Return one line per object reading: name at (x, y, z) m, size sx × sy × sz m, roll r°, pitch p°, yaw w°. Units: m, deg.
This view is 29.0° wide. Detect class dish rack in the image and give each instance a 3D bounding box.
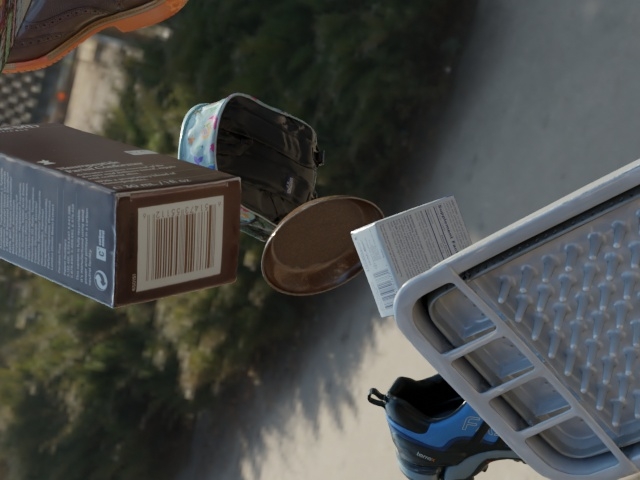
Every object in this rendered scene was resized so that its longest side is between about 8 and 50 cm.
dish rack at (0.262, 0.068, 1.075) m, size 0.333 × 0.285 × 0.072 m, roll -30°, pitch 22°, yaw 38°

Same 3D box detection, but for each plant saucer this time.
plant saucer at (0.000, 0.000, 1.828) m, size 0.036 × 0.198 × 0.198 m, roll 60°, pitch 138°, yaw 39°

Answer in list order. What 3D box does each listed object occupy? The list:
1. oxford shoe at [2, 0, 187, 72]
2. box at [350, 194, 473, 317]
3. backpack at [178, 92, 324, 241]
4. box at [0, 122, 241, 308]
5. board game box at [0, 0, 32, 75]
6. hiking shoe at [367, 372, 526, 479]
oxford shoe at (-0.365, -0.341, 1.713) m, size 0.133 × 0.364 × 0.130 m, roll 52°, pitch -156°, yaw -52°
box at (0.130, 0.021, 1.647) m, size 0.072 × 0.137 × 0.126 m, roll -22°, pitch 87°, yaw 60°
backpack at (-0.137, -0.129, 2.129) m, size 0.191 × 0.253 × 0.225 m, roll -7°, pitch 69°, yaw 34°
box at (-0.290, -0.044, 1.509) m, size 0.381 × 0.191 × 0.143 m, roll 16°, pitch 109°, yaw 41°
board game box at (-0.373, -0.273, 1.215) m, size 0.291 × 0.141 × 0.232 m, roll -85°, pitch 9°, yaw -47°
hiking shoe at (0.214, 0.173, 1.342) m, size 0.113 × 0.304 × 0.132 m, roll -102°, pitch -10°, yaw -55°
